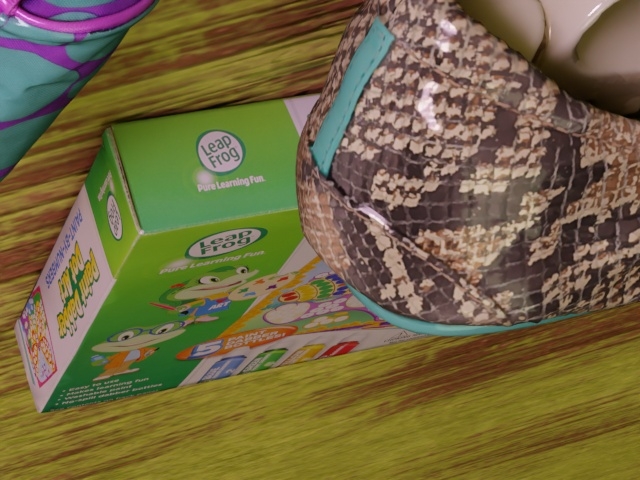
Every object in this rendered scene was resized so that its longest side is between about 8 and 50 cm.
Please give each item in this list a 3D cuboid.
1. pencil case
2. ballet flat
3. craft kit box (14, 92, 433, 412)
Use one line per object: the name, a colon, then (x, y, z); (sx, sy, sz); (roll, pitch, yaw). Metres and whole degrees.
pencil case: (-0.108, -0.058, 0.613); (0.070, 0.064, 0.151); (-24, 170, -38)
ballet flat: (0.223, -0.071, 0.777); (0.483, 0.164, 0.182); (-7, 136, -26)
craft kit box: (0.000, 0.000, 0.920); (0.250, 0.061, 0.246); (-10, 159, -21)
